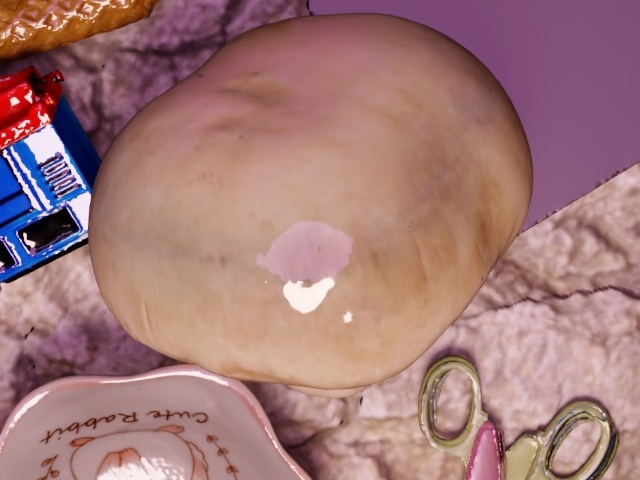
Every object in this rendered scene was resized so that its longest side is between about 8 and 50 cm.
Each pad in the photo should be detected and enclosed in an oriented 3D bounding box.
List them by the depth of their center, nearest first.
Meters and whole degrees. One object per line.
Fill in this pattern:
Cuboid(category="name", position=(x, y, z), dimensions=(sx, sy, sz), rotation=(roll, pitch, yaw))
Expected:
Cuboid(category="pad", position=(0.168, -0.144, 1.216), dimensions=(0.300, 0.005, 0.202), rotation=(-32, 91, 1))

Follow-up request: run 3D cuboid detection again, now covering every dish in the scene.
Cuboid(category="dish", position=(-0.108, 0.178, 1.187), dimensions=(0.229, 0.081, 0.229), rotation=(0, 95, -2))

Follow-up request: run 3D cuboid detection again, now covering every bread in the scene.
Cuboid(category="bread", position=(-0.174, -0.140, 1.190), dimensions=(0.157, 0.052, 0.044), rotation=(-17, 93, 0))

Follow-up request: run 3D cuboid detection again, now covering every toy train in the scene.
Cuboid(category="toy train", position=(-0.235, -0.023, 1.168), dimensions=(0.204, 0.083, 0.131), rotation=(-27, 109, 7))

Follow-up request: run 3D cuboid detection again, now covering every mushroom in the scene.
Cuboid(category="mushroom", position=(0.000, 0.000, 1.121), dimensions=(0.260, 0.254, 0.234), rotation=(-12, 129, 2))

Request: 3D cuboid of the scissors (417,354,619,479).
Cuboid(category="scissors", position=(0.103, 0.176, 1.215), dimensions=(0.133, 0.020, 0.187), rotation=(21, 90, -5))
